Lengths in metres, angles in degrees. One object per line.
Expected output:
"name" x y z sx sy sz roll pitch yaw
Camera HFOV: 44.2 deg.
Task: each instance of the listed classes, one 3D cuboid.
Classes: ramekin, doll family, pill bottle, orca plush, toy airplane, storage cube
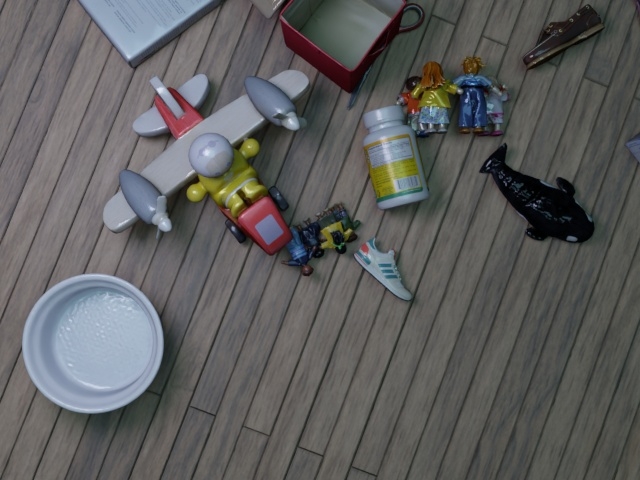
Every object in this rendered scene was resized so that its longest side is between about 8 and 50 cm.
"ramekin" -0.454 0.207 1.623 0.277 0.135 0.277 0 87 -4
"doll family" 0.000 0.000 1.697 0.193 0.076 0.111 -27 94 0
"pill bottle" 0.156 -0.177 1.689 0.117 0.117 0.208 -14 89 -4
"doll family" 0.298 -0.313 1.703 0.263 0.118 0.163 -2 88 -4
"orca plush" 0.490 -0.099 1.716 0.151 0.102 0.287 -38 90 -5
"toy airplane" -0.223 -0.180 1.586 0.384 0.272 0.386 8 87 -3
"storage cube" 0.046 -0.448 1.644 0.215 0.193 0.184 37 88 2

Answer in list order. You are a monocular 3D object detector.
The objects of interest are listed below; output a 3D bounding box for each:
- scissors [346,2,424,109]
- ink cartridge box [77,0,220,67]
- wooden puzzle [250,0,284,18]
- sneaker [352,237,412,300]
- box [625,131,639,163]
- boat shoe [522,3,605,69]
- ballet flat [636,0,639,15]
"scissors" 0.116 -0.433 1.749 0.109 0.021 0.297 39 87 -3
"ink cartridge box" -0.379 -0.597 1.696 0.330 0.071 0.324 -38 90 -8
"wooden puzzle" -0.099 -0.611 1.607 0.221 0.044 0.239 49 115 11
"sneaker" 0.150 0.061 1.708 0.161 0.057 0.075 41 91 1
"box" 0.780 -0.204 1.756 0.126 0.072 0.137 -38 91 -4
"boat shoe" 0.530 -0.453 1.752 0.207 0.073 0.073 -30 88 -12
"ballet flat" 0.750 -0.542 1.773 0.079 0.077 0.221 -23 89 -24
